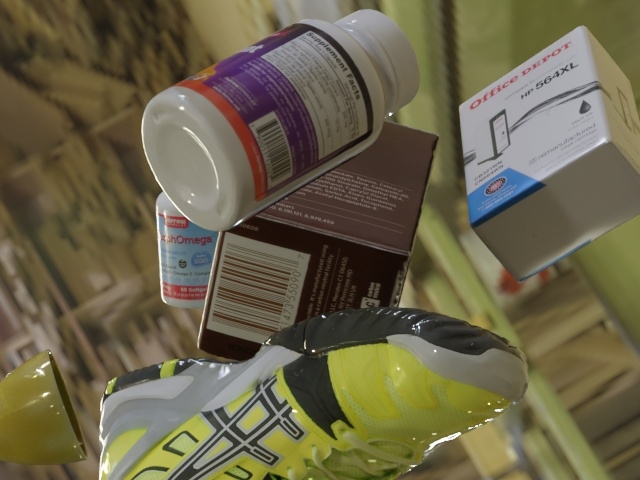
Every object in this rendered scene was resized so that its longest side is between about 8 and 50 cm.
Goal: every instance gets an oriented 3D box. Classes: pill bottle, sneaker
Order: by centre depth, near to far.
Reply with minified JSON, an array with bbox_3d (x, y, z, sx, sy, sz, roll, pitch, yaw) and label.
[{"bbox_3d":[-0.009,0.150,1.265,0.145,0.385,0.147,26,-123,-38],"label":"sneaker"},{"bbox_3d":[-0.023,-0.094,1.279,0.108,0.193,0.108,33,139,34],"label":"pill bottle"},{"bbox_3d":[-0.140,-0.010,2.008,0.087,0.087,0.160,-133,39,-71],"label":"pill bottle"}]

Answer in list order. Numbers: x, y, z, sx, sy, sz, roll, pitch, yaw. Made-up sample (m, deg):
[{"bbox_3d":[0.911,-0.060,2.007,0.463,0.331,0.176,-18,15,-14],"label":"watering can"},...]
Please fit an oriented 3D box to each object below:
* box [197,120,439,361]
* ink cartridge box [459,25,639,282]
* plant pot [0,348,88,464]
[{"bbox_3d":[0.000,0.000,1.622,0.203,0.167,0.168,-72,-4,-53],"label":"box"},{"bbox_3d":[0.208,-0.080,1.599,0.086,0.148,0.203,46,-156,-27],"label":"ink cartridge box"},{"bbox_3d":[-0.332,0.203,2.036,0.134,0.095,0.134,160,90,-86],"label":"plant pot"}]
